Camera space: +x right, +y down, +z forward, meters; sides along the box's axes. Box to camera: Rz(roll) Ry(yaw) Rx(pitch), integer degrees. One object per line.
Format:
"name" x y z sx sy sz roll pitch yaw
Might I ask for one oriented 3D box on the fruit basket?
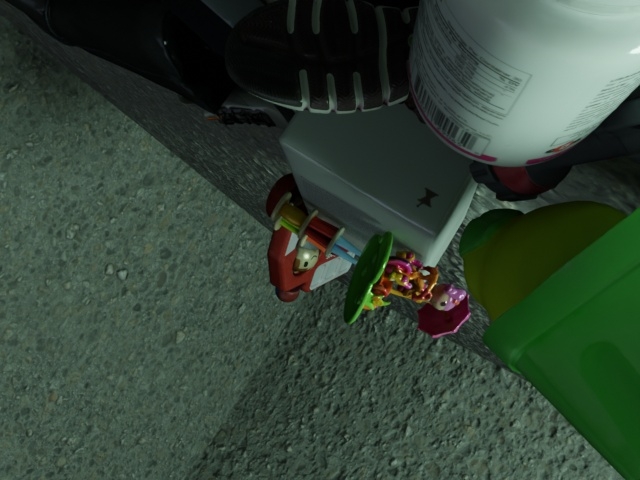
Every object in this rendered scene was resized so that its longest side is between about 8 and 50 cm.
"fruit basket" 0.305 0.058 0.729 0.392 0.283 0.392 39 -156 -21

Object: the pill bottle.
"pill bottle" 0.144 -0.157 0.470 0.160 0.160 0.283 32 173 6

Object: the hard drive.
"hard drive" -0.116 -0.297 1.068 0.254 0.054 0.172 37 171 -28

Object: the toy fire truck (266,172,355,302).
"toy fire truck" 0.000 0.000 1.526 0.169 0.254 0.302 29 -150 24

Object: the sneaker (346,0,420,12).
"sneaker" 0.001 -0.263 0.698 0.232 0.082 0.090 24 171 -16

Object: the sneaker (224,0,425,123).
"sneaker" 0.062 -0.143 0.705 0.281 0.107 0.162 0 167 5

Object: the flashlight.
"flashlight" 0.249 -0.096 0.704 0.103 0.103 0.304 40 167 -13

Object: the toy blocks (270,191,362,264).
"toy blocks" -0.002 -0.007 1.198 0.148 0.054 0.123 33 172 6

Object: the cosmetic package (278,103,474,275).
"cosmetic package" 0.100 -0.080 1.137 0.230 0.162 0.453 32 173 10

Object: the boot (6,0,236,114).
"boot" -0.379 -0.386 1.240 0.445 0.146 0.367 32 -179 33

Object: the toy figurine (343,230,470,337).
"toy figurine" 0.134 0.068 1.044 0.159 0.130 0.173 19 149 -7

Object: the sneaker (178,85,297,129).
"sneaker" -0.134 -0.236 1.341 0.271 0.108 0.100 28 169 26
